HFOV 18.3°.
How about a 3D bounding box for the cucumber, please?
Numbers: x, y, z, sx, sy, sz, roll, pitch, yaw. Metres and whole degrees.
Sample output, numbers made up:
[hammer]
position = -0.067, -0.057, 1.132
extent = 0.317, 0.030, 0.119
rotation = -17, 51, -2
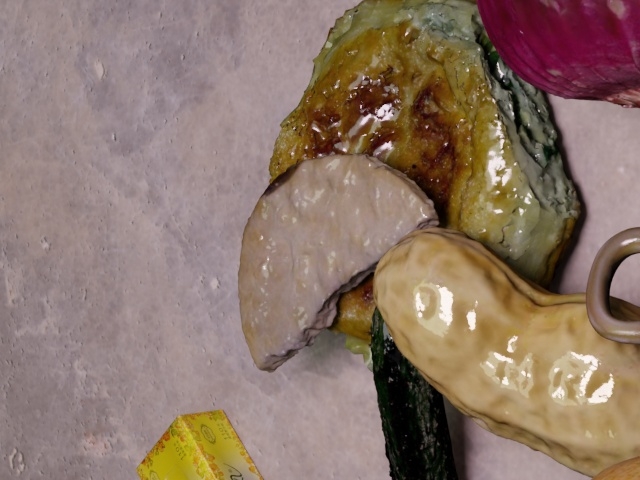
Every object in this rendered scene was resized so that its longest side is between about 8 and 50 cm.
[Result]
[cucumber]
position = 0.078, 0.151, 1.699
extent = 0.067, 0.067, 0.245
rotation = 22, 135, 42

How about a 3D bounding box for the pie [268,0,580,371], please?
[pie]
position = 0.079, -0.050, 1.731
extent = 0.288, 0.103, 0.354
rotation = -26, 75, 40

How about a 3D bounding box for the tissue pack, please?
[tissue pack]
position = -0.101, 0.264, 1.953
extent = 0.095, 0.062, 0.176
rotation = -51, 57, 33

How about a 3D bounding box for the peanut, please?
[peanut]
position = 0.176, 0.092, 1.570
extent = 0.305, 0.147, 0.147
rotation = 23, 109, 20

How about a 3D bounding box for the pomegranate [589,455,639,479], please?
[pomegranate]
position = 0.283, 0.290, 1.407
extent = 0.319, 0.319, 0.319
rotation = 3, 94, 45

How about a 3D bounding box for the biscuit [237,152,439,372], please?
[biscuit]
position = -0.003, -0.001, 1.718
extent = 0.250, 0.032, 0.133
rotation = -44, 66, 36

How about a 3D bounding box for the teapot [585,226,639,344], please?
[teapot]
position = 0.323, 0.025, 1.445
extent = 0.268, 0.185, 0.175
rotation = 1, 59, 28

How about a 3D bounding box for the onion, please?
[onion]
position = 0.249, -0.201, 1.472
extent = 0.256, 0.230, 0.272
rotation = -42, 56, 37
